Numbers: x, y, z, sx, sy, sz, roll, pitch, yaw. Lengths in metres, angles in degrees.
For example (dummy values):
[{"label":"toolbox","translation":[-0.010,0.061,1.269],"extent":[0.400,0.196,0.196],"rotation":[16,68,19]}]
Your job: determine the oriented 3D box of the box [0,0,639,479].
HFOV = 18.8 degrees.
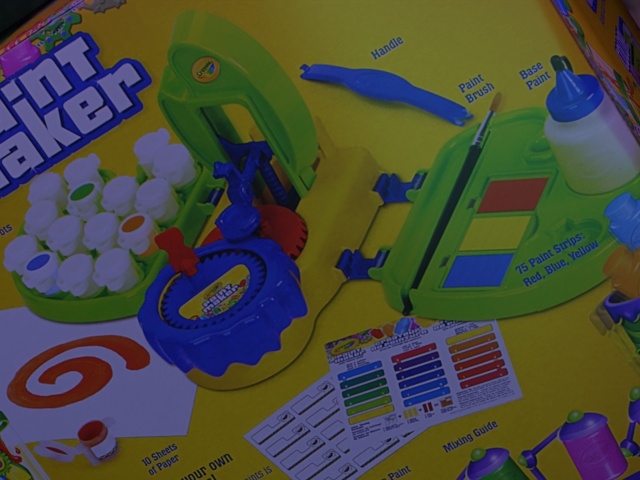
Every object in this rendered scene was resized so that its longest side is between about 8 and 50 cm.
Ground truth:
[{"label":"box","translation":[0.000,0.000,0.778],"extent":[0.290,0.177,0.279],"rotation":[-30,103,18]}]
